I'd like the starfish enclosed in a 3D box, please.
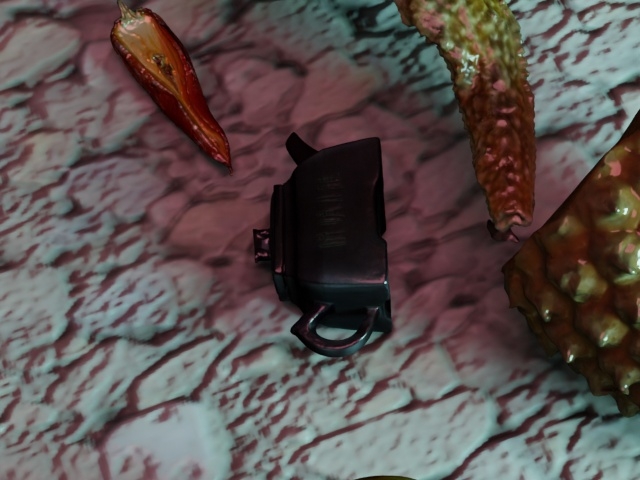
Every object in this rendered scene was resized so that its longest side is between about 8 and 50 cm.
[{"bbox_3d":[0.062,-0.222,1.231,0.398,0.132,0.384,25,47,18],"label":"starfish"}]

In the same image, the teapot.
[{"bbox_3d":[0.000,0.000,1.160,0.096,0.087,0.177,-4,63,2],"label":"teapot"}]

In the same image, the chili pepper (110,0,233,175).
[{"bbox_3d":[-0.109,-0.116,1.246,0.045,0.027,0.178,-33,68,-12],"label":"chili pepper"}]

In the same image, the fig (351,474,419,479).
[{"bbox_3d":[0.064,0.218,1.034,0.186,0.148,0.142,7,39,-40],"label":"fig"}]

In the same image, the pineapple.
[{"bbox_3d":[0.310,0.068,1.078,0.357,0.223,0.223,39,69,7],"label":"pineapple"}]
